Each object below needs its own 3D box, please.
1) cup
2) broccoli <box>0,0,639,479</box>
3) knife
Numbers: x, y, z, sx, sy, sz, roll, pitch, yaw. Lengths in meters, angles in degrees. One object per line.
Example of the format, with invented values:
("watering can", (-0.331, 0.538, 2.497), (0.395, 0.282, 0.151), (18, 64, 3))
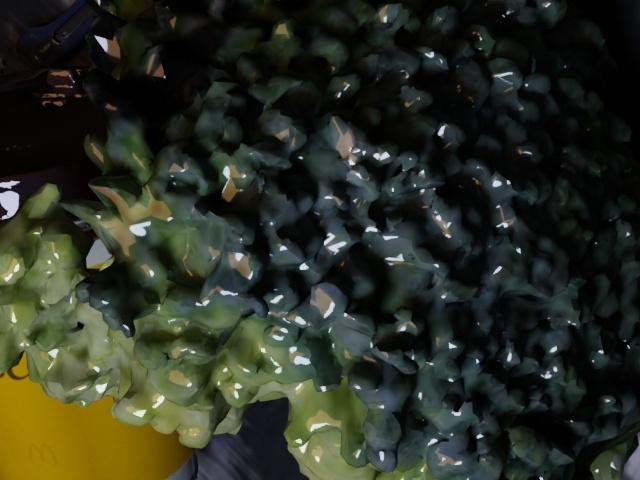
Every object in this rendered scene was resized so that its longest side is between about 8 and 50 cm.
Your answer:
("cup", (-0.163, 0.041, 0.980), (0.196, 0.196, 0.279), (19, 126, 40))
("broccoli", (0.008, 0.001, 0.737), (0.348, 0.293, 0.281), (39, 141, -28))
("knife", (-0.164, -0.143, 1.017), (0.121, 0.018, 0.031), (-29, 87, 46))
